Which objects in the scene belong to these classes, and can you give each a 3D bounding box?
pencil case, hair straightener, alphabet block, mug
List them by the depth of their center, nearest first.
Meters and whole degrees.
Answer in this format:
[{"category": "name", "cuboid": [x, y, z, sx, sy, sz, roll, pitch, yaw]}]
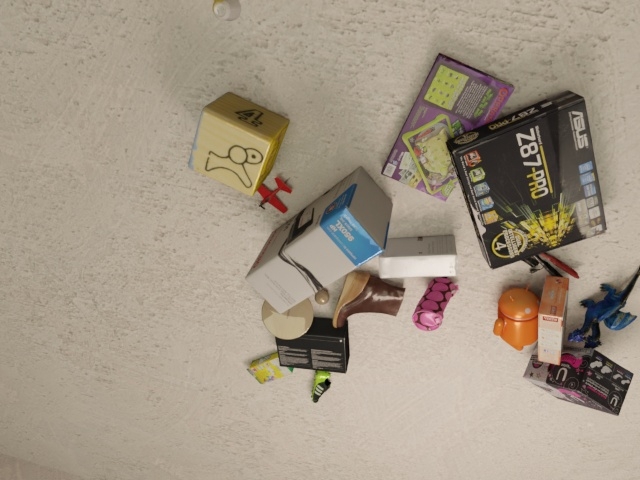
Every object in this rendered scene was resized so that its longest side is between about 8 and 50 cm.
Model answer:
[{"category": "mug", "cuboid": [-0.250, -0.591, 1.135, 0.078, 0.064, 0.062, 24, 124, -2]}, {"category": "alphabet block", "cuboid": [-0.225, -0.272, 1.253, 0.197, 0.193, 0.192, 25, 125, -3]}, {"category": "hair straightener", "cuboid": [0.655, 0.073, 1.347, 0.230, 0.047, 0.089, 31, 123, -7]}, {"category": "pencil case", "cuboid": [0.361, 0.196, 1.397, 0.098, 0.209, 0.095, 4, 120, 30]}]

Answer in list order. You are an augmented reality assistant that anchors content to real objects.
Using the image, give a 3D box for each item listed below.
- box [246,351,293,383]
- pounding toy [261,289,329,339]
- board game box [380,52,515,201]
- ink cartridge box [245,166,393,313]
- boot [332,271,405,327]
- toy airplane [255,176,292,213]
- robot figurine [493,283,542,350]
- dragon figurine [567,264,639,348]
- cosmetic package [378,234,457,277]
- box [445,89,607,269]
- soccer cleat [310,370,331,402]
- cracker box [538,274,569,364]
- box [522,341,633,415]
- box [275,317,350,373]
[{"category": "box", "cuboid": [-0.209, 0.525, 1.836, 0.179, 0.043, 0.105, -27, 112, 24]}, {"category": "pounding toy", "cuboid": [-0.097, 0.232, 1.608, 0.183, 0.110, 0.237, 40, 93, 0]}, {"category": "board game box", "cuboid": [0.327, -0.290, 1.200, 0.208, 0.056, 0.347, 26, 124, 2]}, {"category": "ink cartridge box", "cuboid": [0.000, 0.000, 1.312, 0.395, 0.285, 0.166, -35, 107, 28]}, {"category": "boot", "cuboid": [0.161, 0.231, 1.536, 0.207, 0.090, 0.248, 19, 120, 4]}, {"category": "toy airplane", "cuboid": [-0.146, -0.147, 1.410, 0.151, 0.028, 0.151, 6, 124, 8]}, {"category": "robot figurine", "cuboid": [0.625, 0.244, 1.412, 0.158, 0.128, 0.219, -3, 120, 16]}, {"category": "dragon figurine", "cuboid": [0.863, 0.208, 1.325, 0.085, 0.144, 0.289, 34, 123, -10]}, {"category": "cosmetic package", "cuboid": [0.298, 0.049, 1.377, 0.231, 0.117, 0.085, -2, 120, 13]}, {"category": "box", "cuboid": [0.545, -0.141, 1.182, 0.318, 0.097, 0.395, -21, 117, 12]}, {"category": "soccer cleat", "cuboid": [0.003, 0.601, 1.824, 0.072, 0.060, 0.179, 11, 120, 5]}, {"category": "cracker box", "cuboid": [0.701, 0.241, 1.348, 0.067, 0.156, 0.232, 6, 136, 32]}, {"category": "box", "cuboid": [0.794, 0.425, 1.403, 0.163, 0.142, 0.247, 31, 166, -7]}, {"category": "box", "cuboid": [-0.027, 0.385, 1.670, 0.261, 0.103, 0.184, 3, 125, 12]}]
